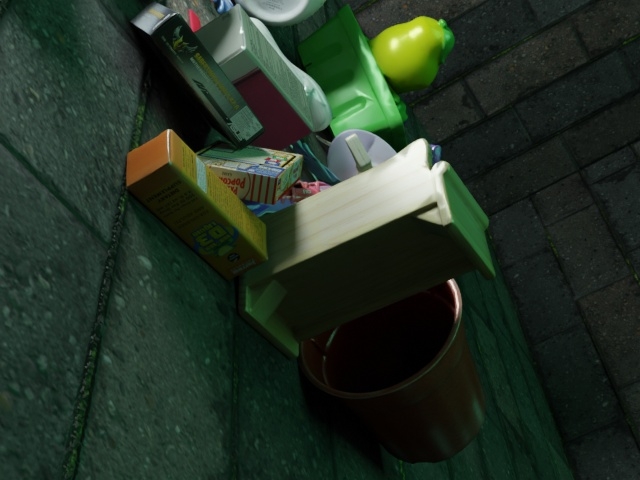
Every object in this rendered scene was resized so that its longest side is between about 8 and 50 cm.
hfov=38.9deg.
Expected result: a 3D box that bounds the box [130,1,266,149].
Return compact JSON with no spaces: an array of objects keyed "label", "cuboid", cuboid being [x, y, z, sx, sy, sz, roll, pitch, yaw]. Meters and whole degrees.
[{"label":"box","cuboid":[-0.196,-0.263,1.441,0.231,0.056,0.183,53,-4,-28]}]

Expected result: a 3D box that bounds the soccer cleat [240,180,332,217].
[{"label":"soccer cleat","cuboid":[-0.045,-0.062,1.497,0.318,0.116,0.108,8,60,-51]}]

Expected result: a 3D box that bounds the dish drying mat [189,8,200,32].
[{"label":"dish drying mat","cuboid":[-0.241,-0.414,1.750,0.032,0.008,0.083,46,23,-41]}]

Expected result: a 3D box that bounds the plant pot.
[{"label":"plant pot","cuboid":[0.138,0.212,1.478,0.272,0.272,0.265,-100,163,-48]}]

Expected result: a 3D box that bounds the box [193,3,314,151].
[{"label":"box","cuboid":[-0.130,-0.285,1.664,0.232,0.127,0.148,46,23,-41]}]

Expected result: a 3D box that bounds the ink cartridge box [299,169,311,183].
[{"label":"ink cartridge box","cuboid":[0.000,0.000,1.729,0.232,0.066,0.189,51,19,-19]}]

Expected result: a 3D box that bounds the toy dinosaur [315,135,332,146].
[{"label":"toy dinosaur","cuboid":[0.083,-0.141,2.202,0.118,0.064,0.268,6,54,-63]}]

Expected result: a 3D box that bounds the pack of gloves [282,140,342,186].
[{"label":"pack of gloves","cuboid":[0.002,-0.102,1.794,0.232,0.046,0.195,46,-8,-3]}]

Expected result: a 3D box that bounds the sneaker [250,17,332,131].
[{"label":"sneaker","cuboid":[-0.093,-0.326,1.904,0.292,0.108,0.169,47,21,-13]}]

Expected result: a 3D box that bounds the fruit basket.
[{"label":"fruit basket","cuboid":[0.160,-0.413,2.266,0.283,0.392,0.392,63,4,-73]}]

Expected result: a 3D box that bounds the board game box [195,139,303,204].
[{"label":"board game box","cuboid":[-0.117,-0.109,1.395,0.193,0.147,0.045,-55,154,-71]}]

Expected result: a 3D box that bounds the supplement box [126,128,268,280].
[{"label":"supplement box","cuboid":[-0.166,-0.044,1.256,0.233,0.078,0.080,46,23,-42]}]

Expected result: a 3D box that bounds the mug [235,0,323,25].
[{"label":"mug","cuboid":[-0.133,-0.668,2.095,0.374,0.276,0.328,27,33,-17]}]

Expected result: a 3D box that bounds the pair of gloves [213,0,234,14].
[{"label":"pair of gloves","cuboid":[-0.247,-0.559,1.946,0.198,0.023,0.159,29,34,-63]}]

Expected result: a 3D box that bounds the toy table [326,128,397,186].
[{"label":"toy table","cuboid":[0.124,-0.119,2.005,0.274,0.252,0.161,48,3,-9]}]

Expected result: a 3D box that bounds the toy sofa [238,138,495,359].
[{"label":"toy sofa","cuboid":[0.059,0.016,1.334,0.150,0.363,0.177,46,27,-41]}]
